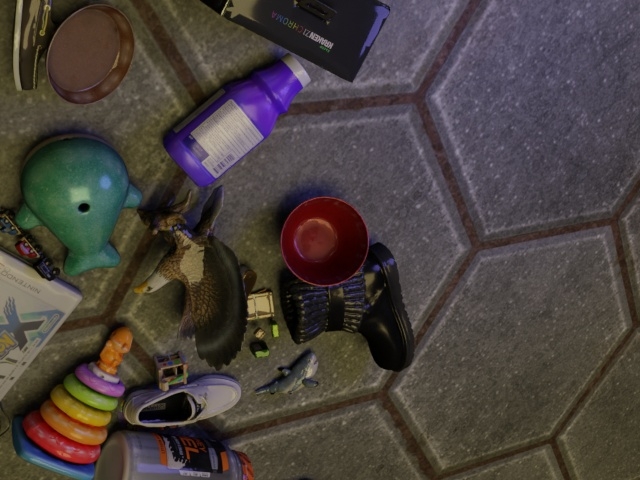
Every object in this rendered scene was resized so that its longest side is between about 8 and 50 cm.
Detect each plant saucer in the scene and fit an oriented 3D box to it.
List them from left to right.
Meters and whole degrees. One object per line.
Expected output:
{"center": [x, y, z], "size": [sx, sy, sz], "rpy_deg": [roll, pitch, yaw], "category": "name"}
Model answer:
{"center": [-0.369, -0.298, 1.148], "size": [0.168, 0.029, 0.168], "rpy_deg": [-42, 152, -29], "category": "plant saucer"}

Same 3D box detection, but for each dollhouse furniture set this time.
{"center": [-0.136, 0.177, 1.588], "size": [0.076, 0.058, 0.151], "rpy_deg": [-10, 103, -14], "category": "dollhouse furniture set"}

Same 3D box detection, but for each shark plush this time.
{"center": [-0.077, 0.320, 1.703], "size": [0.161, 0.073, 0.067], "rpy_deg": [-22, 108, 10], "category": "shark plush"}

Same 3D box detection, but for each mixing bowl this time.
{"center": [0.000, 0.000, 1.489], "size": [0.182, 0.098, 0.181], "rpy_deg": [-1, 92, -12], "category": "mixing bowl"}

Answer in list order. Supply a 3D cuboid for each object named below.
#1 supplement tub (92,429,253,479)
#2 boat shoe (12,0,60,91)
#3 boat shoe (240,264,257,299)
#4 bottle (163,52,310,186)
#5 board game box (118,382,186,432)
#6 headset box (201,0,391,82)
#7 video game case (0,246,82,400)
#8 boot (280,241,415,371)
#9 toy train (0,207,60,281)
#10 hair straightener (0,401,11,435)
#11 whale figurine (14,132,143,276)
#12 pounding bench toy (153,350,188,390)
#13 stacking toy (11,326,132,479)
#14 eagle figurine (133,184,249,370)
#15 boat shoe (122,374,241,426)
{"center": [-0.319, 0.528, 1.590], "size": [0.316, 0.193, 0.193], "rpy_deg": [18, 108, -35], "category": "supplement tub"}
{"center": [-0.431, -0.336, 1.098], "size": [0.069, 0.081, 0.227], "rpy_deg": [1, 114, -23], "category": "boat shoe"}
{"center": [-0.179, 0.114, 1.514], "size": [0.050, 0.045, 0.135], "rpy_deg": [23, 101, -43], "category": "boat shoe"}
{"center": [-0.146, -0.224, 1.305], "size": [0.283, 0.092, 0.118], "rpy_deg": [-41, 124, -1], "category": "bottle"}
{"center": [-0.354, 0.376, 1.584], "size": [0.169, 0.033, 0.133], "rpy_deg": [-8, 121, -24], "category": "board game box"}
{"center": [-0.064, -0.383, 1.135], "size": [0.247, 0.283, 0.131], "rpy_deg": [19, 108, -34], "category": "headset box"}
{"center": [-0.645, 0.155, 1.282], "size": [0.329, 0.036, 0.300], "rpy_deg": [-51, 127, 0], "category": "video game case"}
{"center": [0.057, 0.190, 1.623], "size": [0.260, 0.131, 0.347], "rpy_deg": [-25, 116, -21], "category": "boot"}
{"center": [-0.518, 0.010, 1.273], "size": [0.036, 0.027, 0.158], "rpy_deg": [-49, 124, -33], "category": "toy train"}
{"center": [-0.681, 0.406, 1.432], "size": [0.089, 0.047, 0.230], "rpy_deg": [26, 99, -36], "category": "hair straightener"}
{"center": [-0.409, -0.045, 1.242], "size": [0.217, 0.141, 0.271], "rpy_deg": [-12, 125, -21], "category": "whale figurine"}
{"center": [-0.310, 0.281, 1.520], "size": [0.065, 0.083, 0.052], "rpy_deg": [-9, 121, -22], "category": "pounding bench toy"}
{"center": [-0.459, 0.304, 1.435], "size": [0.166, 0.175, 0.301], "rpy_deg": [33, 85, -32], "category": "stacking toy"}
{"center": [-0.238, 0.064, 1.357], "size": [0.225, 0.226, 0.298], "rpy_deg": [-19, 114, 28], "category": "eagle figurine"}
{"center": [-0.283, 0.348, 1.549], "size": [0.268, 0.088, 0.096], "rpy_deg": [3, 94, -33], "category": "boat shoe"}
